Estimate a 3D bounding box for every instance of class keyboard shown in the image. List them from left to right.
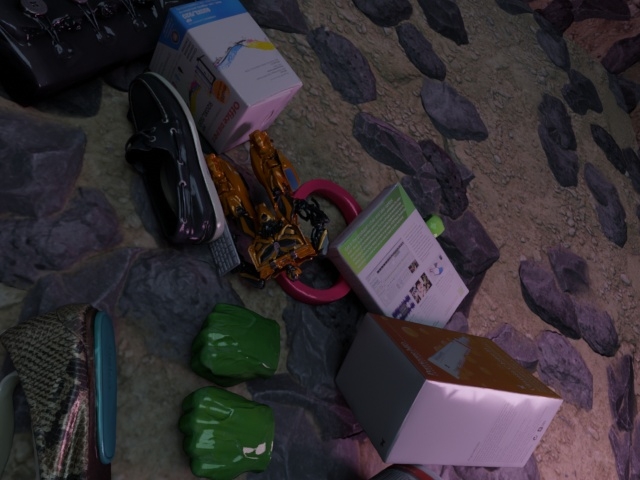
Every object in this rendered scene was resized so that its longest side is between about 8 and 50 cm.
[{"bbox_3d":[-0.211,-0.062,0.896,0.014,0.072,0.256,-11,75,-42],"label":"keyboard"}]

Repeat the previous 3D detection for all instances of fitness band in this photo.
[{"bbox_3d":[0.000,0.000,1.026,0.209,0.054,0.291,34,54,-20],"label":"fitness band"}]

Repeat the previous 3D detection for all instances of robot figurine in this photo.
[{"bbox_3d":[-0.109,-0.054,0.904,0.211,0.085,0.291,-27,73,3],"label":"robot figurine"}]

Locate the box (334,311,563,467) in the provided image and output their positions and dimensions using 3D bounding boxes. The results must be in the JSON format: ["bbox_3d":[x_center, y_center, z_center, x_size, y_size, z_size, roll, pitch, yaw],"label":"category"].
[{"bbox_3d":[0.239,0.287,0.908,0.345,0.168,0.215,16,15,-28],"label":"box"}]

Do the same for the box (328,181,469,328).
[{"bbox_3d":[0.178,0.069,1.041,0.232,0.058,0.322,-45,109,-29],"label":"box"}]

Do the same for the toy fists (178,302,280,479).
[{"bbox_3d":[-0.154,0.238,0.779,0.142,0.096,0.279,25,54,-34],"label":"toy fists"}]

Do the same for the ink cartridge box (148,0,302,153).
[{"bbox_3d":[-0.193,-0.335,0.967,0.233,0.171,0.168,51,50,-2],"label":"ink cartridge box"}]

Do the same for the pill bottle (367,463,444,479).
[{"bbox_3d":[0.052,0.509,0.710,0.362,0.210,0.210,-13,76,-37],"label":"pill bottle"}]

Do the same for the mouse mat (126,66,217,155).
[{"bbox_3d":[-0.289,-0.268,0.986,0.189,0.007,0.153,19,59,-24],"label":"mouse mat"}]

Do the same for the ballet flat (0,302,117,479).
[{"bbox_3d":[-0.326,0.321,0.604,0.182,0.164,0.483,-15,70,-16],"label":"ballet flat"}]

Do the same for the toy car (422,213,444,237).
[{"bbox_3d":[0.255,-0.008,1.196,0.239,0.053,0.225,52,51,-3],"label":"toy car"}]

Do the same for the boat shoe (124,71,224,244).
[{"bbox_3d":[-0.289,-0.146,0.850,0.113,0.127,0.340,-19,89,-49],"label":"boat shoe"}]

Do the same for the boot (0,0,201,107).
[{"bbox_3d":[-0.469,-0.488,0.894,0.367,0.146,0.445,48,55,-3],"label":"boot"}]
